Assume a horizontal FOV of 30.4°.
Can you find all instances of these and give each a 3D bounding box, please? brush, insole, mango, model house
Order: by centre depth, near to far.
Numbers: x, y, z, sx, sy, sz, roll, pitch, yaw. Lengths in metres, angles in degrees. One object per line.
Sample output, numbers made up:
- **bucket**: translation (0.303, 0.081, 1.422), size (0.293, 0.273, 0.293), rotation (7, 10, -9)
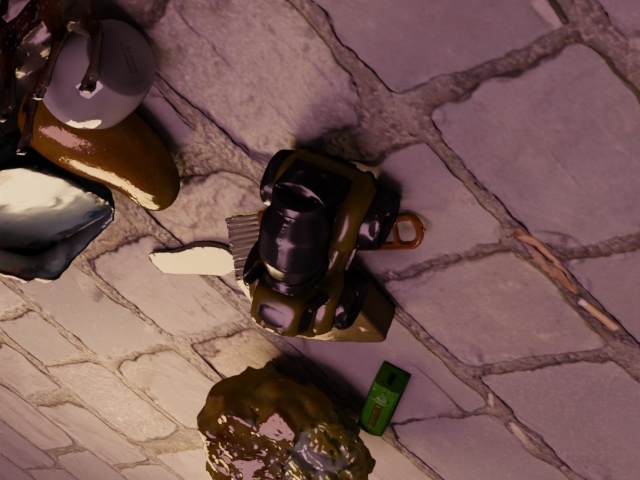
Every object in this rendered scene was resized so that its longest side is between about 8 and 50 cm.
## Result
- **brush**: translation (0.000, 0.000, 1.411), size (0.314, 0.017, 0.090), rotation (-6, 99, 42)
- **mango**: translation (-0.264, -0.116, 1.444), size (0.227, 0.099, 0.136), rotation (37, 147, -24)
- **brush**: translation (-0.007, 0.072, 1.517), size (0.197, 0.059, 0.123), rotation (1, 141, 43)
- **model house**: translation (-0.446, -0.112, 1.576), size (0.291, 0.184, 0.253), rotation (52, -167, 30)
- **insole**: translation (-0.178, 0.028, 1.658), size (0.192, 0.010, 0.063), rotation (-4, 134, 47)

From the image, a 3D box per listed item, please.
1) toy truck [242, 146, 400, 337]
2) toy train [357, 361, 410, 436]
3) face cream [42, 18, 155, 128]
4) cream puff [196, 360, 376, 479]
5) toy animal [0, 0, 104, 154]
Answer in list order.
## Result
- **toy truck**: translation (-0.021, 0.014, 1.294), size (0.147, 0.165, 0.224), rotation (24, 118, 14)
- **toy train**: translation (0.085, 0.243, 1.700), size (0.044, 0.042, 0.209), rotation (28, 150, 9)
- **face cream**: translation (-0.248, -0.185, 1.303), size (0.104, 0.117, 0.117), rotation (-21, 122, 45)
- **cream puff**: translation (-0.046, 0.300, 1.791), size (0.282, 0.185, 0.282), rotation (11, 119, 20)
- **toy animal**: translation (-0.312, -0.226, 1.256), size (0.243, 0.260, 0.087), rotation (-24, 148, 27)
